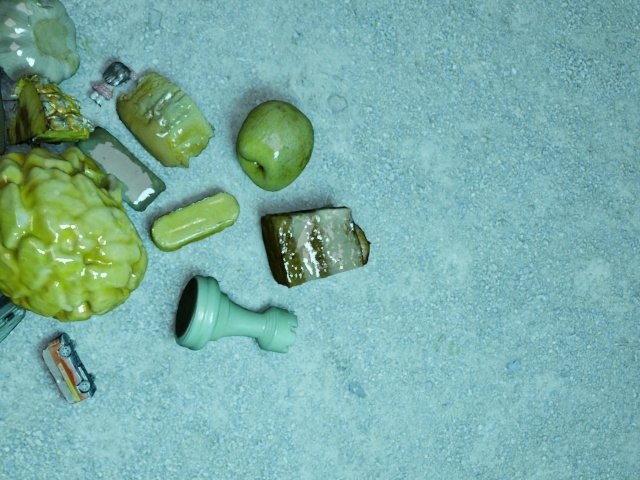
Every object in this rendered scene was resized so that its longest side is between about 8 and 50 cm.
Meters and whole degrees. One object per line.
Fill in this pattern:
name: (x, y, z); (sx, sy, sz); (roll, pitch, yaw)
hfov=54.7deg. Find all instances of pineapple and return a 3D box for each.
pineapple: (-0.623, -0.300, 1.441); (0.161, 0.334, 0.159); (-13, 92, -38)

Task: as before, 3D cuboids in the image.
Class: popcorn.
popcorn: (-0.585, -0.002, 1.354); (0.344, 0.354, 0.390); (-36, 68, 22)

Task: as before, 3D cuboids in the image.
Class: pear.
pear: (-0.115, -0.254, 1.634); (0.188, 0.229, 0.211); (28, 61, 24)

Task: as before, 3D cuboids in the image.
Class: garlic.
garlic: (-0.685, -0.473, 1.468); (0.227, 0.152, 0.228); (-17, 112, -48)

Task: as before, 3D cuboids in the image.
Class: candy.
candy: (-0.509, -0.180, 1.567); (0.234, 0.102, 0.104); (44, 79, -14)

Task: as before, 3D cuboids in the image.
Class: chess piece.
chess piece: (-0.215, 0.214, 1.631); (0.298, 0.194, 0.195); (17, 86, -26)

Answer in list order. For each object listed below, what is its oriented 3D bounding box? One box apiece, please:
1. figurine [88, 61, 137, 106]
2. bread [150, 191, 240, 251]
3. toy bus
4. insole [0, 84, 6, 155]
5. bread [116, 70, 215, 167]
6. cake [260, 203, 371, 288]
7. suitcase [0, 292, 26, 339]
figurine: (-0.532, -0.398, 1.578); (0.072, 0.054, 0.129); (37, 79, 5)
bread: (-0.331, -0.050, 1.630); (0.245, 0.094, 0.102); (-26, 89, -16)
toy bus: (-0.631, 0.322, 1.550); (0.077, 0.079, 0.174); (-27, 98, -5)
insole: (-0.785, -0.330, 1.497); (0.005, 0.086, 0.254); (-2, 86, -50)
bread: (-0.395, -0.311, 1.584); (0.174, 0.133, 0.252); (-46, 102, -13)
cake: (0.000, 0.000, 1.675); (0.292, 0.196, 0.199); (-12, 92, -15)
suitcase: (-0.813, 0.234, 1.361); (0.202, 0.312, 0.128); (-39, 101, 27)
